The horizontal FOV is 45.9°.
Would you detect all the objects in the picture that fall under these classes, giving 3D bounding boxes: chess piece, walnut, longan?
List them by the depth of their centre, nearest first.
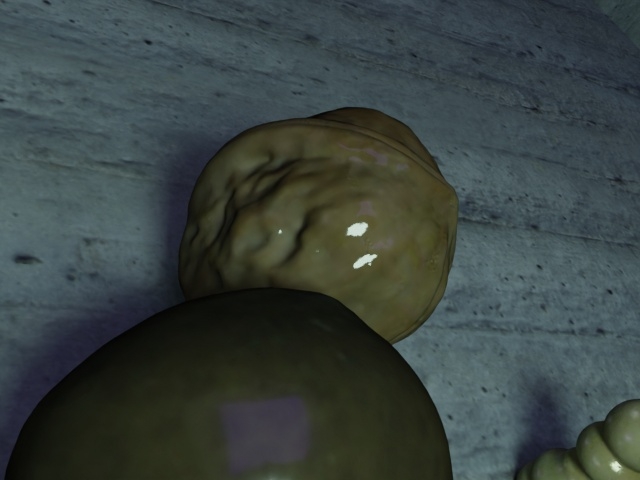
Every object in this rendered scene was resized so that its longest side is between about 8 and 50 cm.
[{"bbox_3d":[-0.049,0.171,0.487,0.300,0.243,0.301,2,84,-22],"label":"longan"},{"bbox_3d":[0.001,-0.001,0.699,0.273,0.273,0.227,-23,88,-49],"label":"walnut"},{"bbox_3d":[0.278,0.217,0.739,0.094,0.170,0.094,21,36,-17],"label":"chess piece"}]
